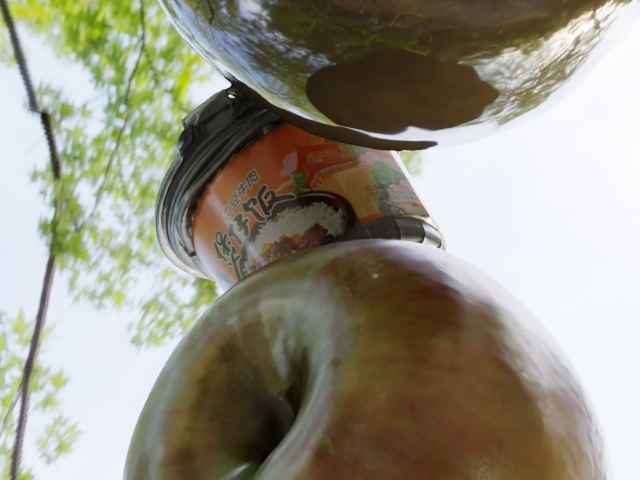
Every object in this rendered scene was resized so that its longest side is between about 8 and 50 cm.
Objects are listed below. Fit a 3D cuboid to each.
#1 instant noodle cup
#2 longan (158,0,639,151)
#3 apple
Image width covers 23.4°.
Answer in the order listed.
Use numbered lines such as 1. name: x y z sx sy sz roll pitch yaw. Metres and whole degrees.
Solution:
1. instant noodle cup: 0.000 0.000 0.974 0.208 0.177 0.125 18 -149 -49
2. longan: 0.051 -0.182 0.803 0.297 0.297 0.297 3 -104 -14
3. apple: 0.034 0.140 0.812 0.264 0.264 0.264 3 -104 -14
